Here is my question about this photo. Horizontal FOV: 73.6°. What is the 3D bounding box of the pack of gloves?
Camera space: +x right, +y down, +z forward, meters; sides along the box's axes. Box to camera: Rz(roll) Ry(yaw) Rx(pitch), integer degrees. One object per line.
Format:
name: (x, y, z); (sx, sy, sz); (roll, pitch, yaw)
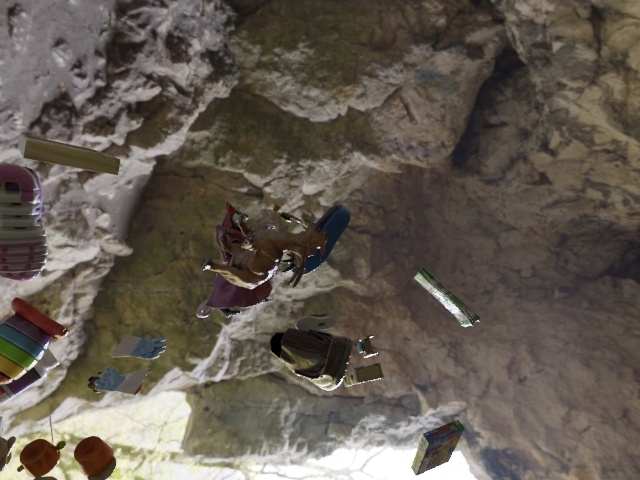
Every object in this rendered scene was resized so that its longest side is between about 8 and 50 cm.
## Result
pack of gloves: (-0.578, 0.389, 1.326); (0.046, 0.232, 0.195); (60, 38, -33)

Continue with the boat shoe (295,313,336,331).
boat shoe: (-0.020, 0.241, 1.262); (0.040, 0.142, 0.049); (18, -80, 52)

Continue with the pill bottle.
pill bottle: (-0.999, 0.445, 1.440); (0.108, 0.193, 0.108); (31, -40, 31)

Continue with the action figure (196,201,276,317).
action figure: (-0.290, 0.052, 1.459); (0.248, 0.276, 0.369); (-37, 116, -75)

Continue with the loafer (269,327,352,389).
loafer: (-0.044, 0.295, 1.103); (0.366, 0.130, 0.133); (-26, -138, 61)

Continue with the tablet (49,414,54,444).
tablet: (-0.873, 0.613, 1.389); (0.054, 0.006, 0.083); (-7, -89, 58)

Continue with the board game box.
board game box: (0.370, 0.663, 1.362); (0.035, 0.136, 0.201); (-126, -147, -47)

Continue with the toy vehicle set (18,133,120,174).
toy vehicle set: (-0.560, -0.192, 0.945); (0.267, 0.166, 0.035); (22, -79, 51)

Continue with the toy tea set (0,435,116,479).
toy tea set: (-0.628, 0.544, 0.946); (0.200, 0.336, 0.124); (-93, 178, -53)

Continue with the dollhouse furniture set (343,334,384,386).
dollhouse furniture set: (0.167, 0.521, 1.854); (0.129, 0.129, 0.183); (-46, -127, 56)

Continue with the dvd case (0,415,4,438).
dvd case: (-1.005, 0.624, 1.343); (0.087, 0.013, 0.119); (-4, -89, 58)

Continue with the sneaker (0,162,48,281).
sneaker: (-0.563, -0.038, 0.805); (0.104, 0.095, 0.236); (-133, -130, -57)

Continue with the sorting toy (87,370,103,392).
sorting toy: (-0.762, 0.476, 1.454); (0.061, 0.102, 0.042); (-48, 129, -37)

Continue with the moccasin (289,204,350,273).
moccasin: (0.000, 0.000, 1.781); (0.342, 0.138, 0.117); (-46, -154, 7)

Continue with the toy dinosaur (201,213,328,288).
toy dinosaur: (-0.139, 0.051, 0.994); (0.296, 0.200, 0.127); (-32, -146, 29)

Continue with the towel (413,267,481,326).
towel: (0.258, 0.122, 0.898); (0.023, 0.152, 0.113); (-45, 167, -7)

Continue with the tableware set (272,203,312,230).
tableware set: (-0.084, -0.074, 1.389); (0.024, 0.154, 0.104); (-61, -158, 12)

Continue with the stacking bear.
stacking bear: (-0.890, 0.331, 1.198); (0.164, 0.175, 0.289); (-28, -154, 52)
